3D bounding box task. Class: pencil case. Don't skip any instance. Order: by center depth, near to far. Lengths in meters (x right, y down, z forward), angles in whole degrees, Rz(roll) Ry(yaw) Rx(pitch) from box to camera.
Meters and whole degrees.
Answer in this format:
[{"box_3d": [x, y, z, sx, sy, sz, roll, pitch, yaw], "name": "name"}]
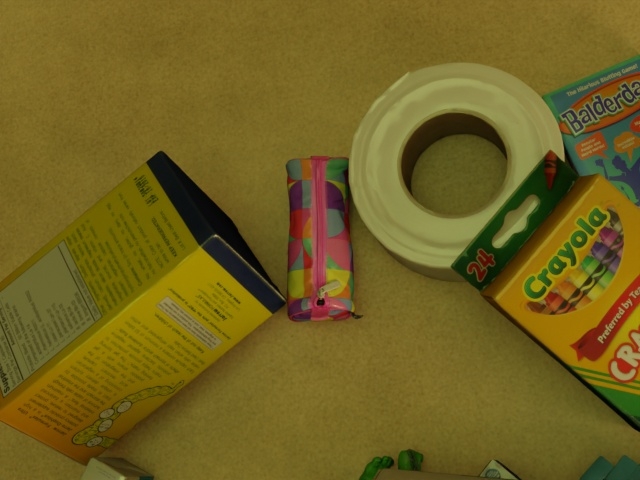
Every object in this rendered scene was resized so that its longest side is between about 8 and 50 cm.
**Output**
[{"box_3d": [0.000, 0.000, 1.398, 0.104, 0.104, 0.236, -6, 75, 12], "name": "pencil case"}]

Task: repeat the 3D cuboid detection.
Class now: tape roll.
[{"box_3d": [0.183, -0.092, 1.375, 0.286, 0.100, 0.286, -3, 77, 13], "name": "tape roll"}]

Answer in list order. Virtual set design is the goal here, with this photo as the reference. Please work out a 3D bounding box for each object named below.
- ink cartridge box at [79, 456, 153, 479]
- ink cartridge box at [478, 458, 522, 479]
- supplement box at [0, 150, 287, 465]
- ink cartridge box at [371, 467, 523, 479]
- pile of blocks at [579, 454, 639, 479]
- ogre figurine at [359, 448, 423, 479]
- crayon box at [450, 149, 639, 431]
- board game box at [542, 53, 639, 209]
[{"box_3d": [-0.305, 0.385, 1.378, 0.060, 0.104, 0.180, 25, 84, 16], "name": "ink cartridge box"}, {"box_3d": [0.170, 0.366, 1.271, 0.046, 0.097, 0.207, 37, 87, 18], "name": "ink cartridge box"}, {"box_3d": [-0.262, 0.093, 1.361, 0.356, 0.195, 0.194, -39, 49, 2], "name": "supplement box"}, {"box_3d": [0.154, 0.417, 1.143, 0.211, 0.121, 0.289, 1, 93, 13], "name": "ink cartridge box"}, {"box_3d": [0.412, 0.328, 1.226, 0.362, 0.112, 0.149, 3, 59, 10], "name": "pile of blocks"}, {"box_3d": [0.055, 0.355, 1.309, 0.197, 0.097, 0.118, -18, 55, -7], "name": "ogre figurine"}, {"box_3d": [0.343, 0.063, 1.251, 0.318, 0.081, 0.202, 40, 89, -3], "name": "crayon box"}, {"box_3d": [0.407, -0.127, 1.356, 0.160, 0.047, 0.210, -23, 72, 7], "name": "board game box"}]
